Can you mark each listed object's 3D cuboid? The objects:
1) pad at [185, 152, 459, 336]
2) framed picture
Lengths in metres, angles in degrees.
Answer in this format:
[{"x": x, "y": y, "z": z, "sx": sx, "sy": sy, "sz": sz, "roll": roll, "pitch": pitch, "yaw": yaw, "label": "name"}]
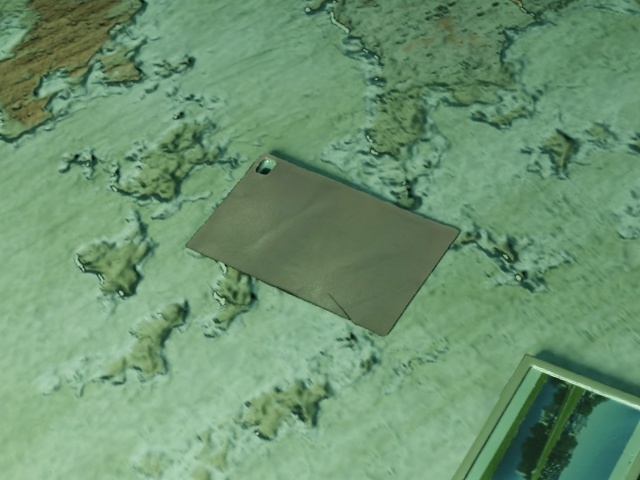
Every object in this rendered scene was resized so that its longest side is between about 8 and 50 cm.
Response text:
[{"x": 0.000, "y": 0.000, "z": 1.042, "sx": 0.187, "sy": 0.006, "sz": 0.113, "roll": 23, "pitch": 58, "yaw": 26, "label": "pad"}, {"x": 0.150, "y": 0.150, "z": 0.878, "sx": 0.109, "sy": 0.011, "sz": 0.149, "roll": 20, "pitch": 57, "yaw": 27, "label": "framed picture"}]
